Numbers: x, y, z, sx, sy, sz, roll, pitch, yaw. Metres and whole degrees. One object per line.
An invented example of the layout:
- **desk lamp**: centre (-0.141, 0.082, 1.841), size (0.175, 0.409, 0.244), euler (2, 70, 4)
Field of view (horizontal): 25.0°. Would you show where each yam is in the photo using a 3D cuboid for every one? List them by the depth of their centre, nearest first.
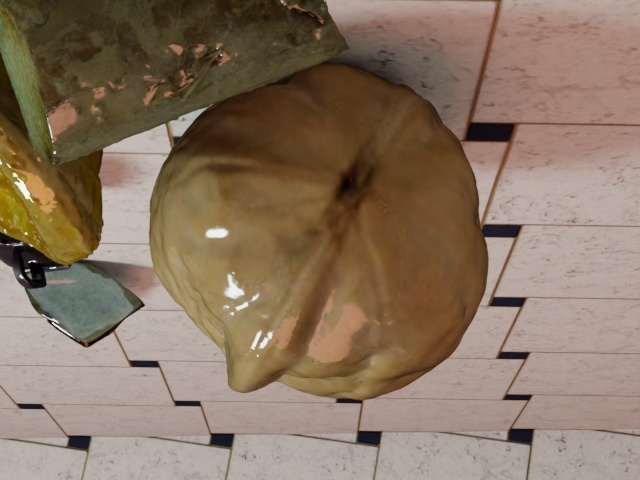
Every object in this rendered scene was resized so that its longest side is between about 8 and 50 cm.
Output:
- **yam**: centre (-0.124, -0.170, 1.121), size (0.268, 0.161, 0.161), euler (-20, 161, -4)

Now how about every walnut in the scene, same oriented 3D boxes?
- **walnut**: centre (0.000, 0.000, 1.475), size (0.381, 0.381, 0.381), euler (1, 161, 0)

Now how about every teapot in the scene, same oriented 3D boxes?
- **teapot**: centre (-0.322, -0.011, 1.711), size (0.087, 0.177, 0.096), euler (-7, 135, 21)

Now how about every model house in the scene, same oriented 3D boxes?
- **model house**: centre (-0.353, 0.088, 2.113), size (0.165, 0.106, 0.152), euler (39, 170, -1)

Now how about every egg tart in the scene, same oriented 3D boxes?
- **egg tart**: centre (-0.297, -0.112, 1.320), size (0.319, 0.128, 0.319), euler (37, 163, 14)
